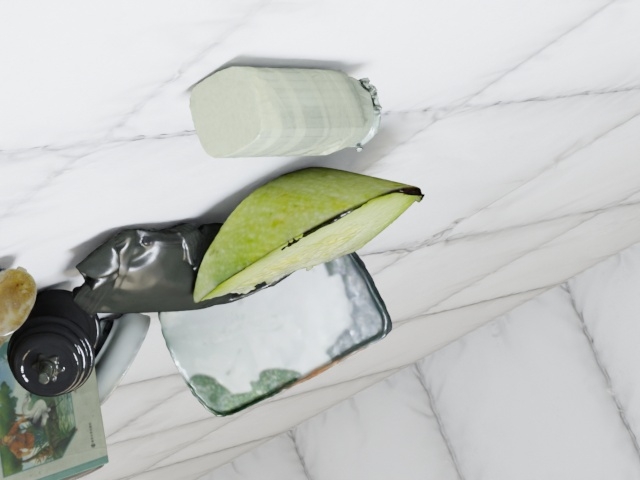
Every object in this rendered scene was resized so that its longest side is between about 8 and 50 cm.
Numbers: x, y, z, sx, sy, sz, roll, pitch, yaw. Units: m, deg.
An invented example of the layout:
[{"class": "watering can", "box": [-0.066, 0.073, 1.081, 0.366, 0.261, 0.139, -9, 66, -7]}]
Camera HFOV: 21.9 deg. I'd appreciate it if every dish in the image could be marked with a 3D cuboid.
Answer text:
[{"class": "dish", "box": [-0.292, 0.141, 2.166, 0.141, 0.078, 0.141, -54, -166, 20]}]

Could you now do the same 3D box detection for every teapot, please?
[{"class": "teapot", "box": [-0.036, -0.109, 1.507, 0.107, 0.077, 0.200, -26, 168, 34]}]

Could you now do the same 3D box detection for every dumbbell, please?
[{"class": "dumbbell", "box": [-0.301, 0.115, 1.874, 0.099, 0.099, 0.208, -23, -162, 5]}]

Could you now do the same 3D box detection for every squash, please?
[{"class": "squash", "box": [0.000, 0.000, 1.819, 0.237, 0.155, 0.204, -21, 133, -28]}]

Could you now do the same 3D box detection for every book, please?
[{"class": "book", "box": [-0.394, 0.212, 2.003, 0.282, 0.215, 0.025, -17, -164, -35]}]

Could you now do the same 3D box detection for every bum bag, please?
[{"class": "bum bag", "box": [-0.159, 0.030, 1.899, 0.326, 0.080, 0.142, 0, 147, -44]}]

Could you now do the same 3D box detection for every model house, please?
[{"class": "model house", "box": [-0.047, 0.076, 2.170, 0.271, 0.190, 0.301, -29, -177, 11]}]

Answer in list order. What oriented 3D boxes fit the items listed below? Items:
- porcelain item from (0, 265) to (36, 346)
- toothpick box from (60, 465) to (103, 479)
[{"class": "porcelain item", "box": [-0.351, 0.079, 1.793, 0.084, 0.054, 0.213, -63, -169, -17]}, {"class": "toothpick box", "box": [-0.361, 0.226, 2.146, 0.111, 0.181, 0.111, -21, 170, -4]}]
